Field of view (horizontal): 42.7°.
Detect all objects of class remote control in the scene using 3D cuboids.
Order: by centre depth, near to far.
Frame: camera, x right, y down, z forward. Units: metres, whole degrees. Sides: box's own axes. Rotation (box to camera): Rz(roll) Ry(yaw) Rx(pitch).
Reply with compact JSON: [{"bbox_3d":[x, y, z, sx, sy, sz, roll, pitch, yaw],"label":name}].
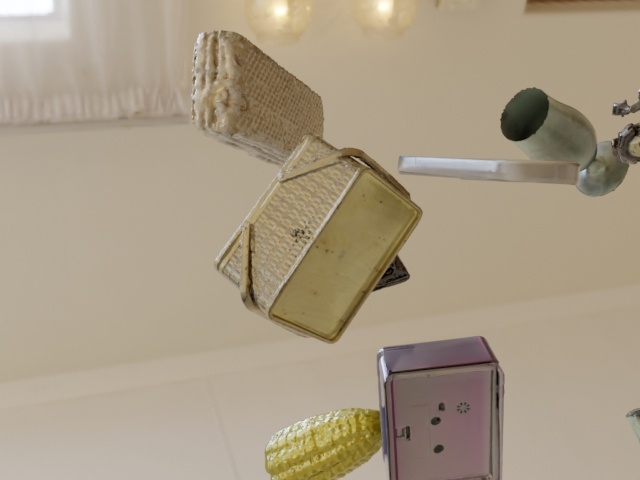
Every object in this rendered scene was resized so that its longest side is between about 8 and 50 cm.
[{"bbox_3d":[0.147,-0.066,0.757,0.077,0.022,0.245,3,-175,-21],"label":"remote control"}]

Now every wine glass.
[{"bbox_3d":[0.337,-0.135,1.131,0.202,0.093,0.093,22,-161,-39],"label":"wine glass"}]

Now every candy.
[{"bbox_3d":[0.018,0.299,1.190,0.199,0.094,0.106,-29,-137,26],"label":"candy"}]

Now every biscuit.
[{"bbox_3d":[-0.082,-0.192,1.243,0.079,0.143,0.426,1,177,16],"label":"biscuit"}]

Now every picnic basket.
[{"bbox_3d":[0.000,0.000,0.716,0.079,0.164,0.115,36,-179,40],"label":"picnic basket"}]

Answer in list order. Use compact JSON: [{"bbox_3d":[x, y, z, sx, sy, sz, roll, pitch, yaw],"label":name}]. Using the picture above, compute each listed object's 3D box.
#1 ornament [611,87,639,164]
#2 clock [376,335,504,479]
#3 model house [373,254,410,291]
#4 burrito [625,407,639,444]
[{"bbox_3d":[0.365,-0.133,0.831,0.153,0.196,0.166,-19,-104,-39],"label":"ornament"},{"bbox_3d":[0.148,0.220,1.001,0.145,0.193,0.073,-6,-155,-2],"label":"clock"},{"bbox_3d":[0.008,-0.001,1.039,0.165,0.152,0.106,-18,-125,17],"label":"model house"},{"bbox_3d":[0.552,0.345,1.203,0.144,0.089,0.228,-12,-106,-11],"label":"burrito"}]
